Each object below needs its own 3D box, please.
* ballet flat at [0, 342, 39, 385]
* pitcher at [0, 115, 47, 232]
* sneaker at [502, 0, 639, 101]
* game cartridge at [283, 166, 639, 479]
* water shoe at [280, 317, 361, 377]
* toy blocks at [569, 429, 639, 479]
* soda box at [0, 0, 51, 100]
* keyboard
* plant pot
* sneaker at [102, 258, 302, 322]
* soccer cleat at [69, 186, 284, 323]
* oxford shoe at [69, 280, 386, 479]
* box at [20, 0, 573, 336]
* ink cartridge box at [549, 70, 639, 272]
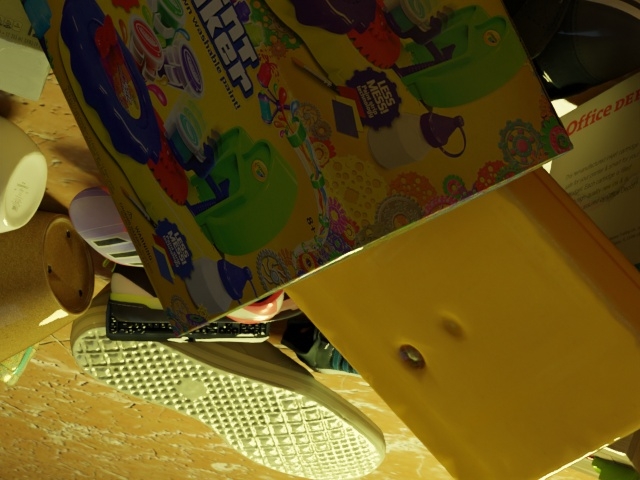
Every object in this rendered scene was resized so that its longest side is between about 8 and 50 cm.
[{"bbox_3d":[-0.547,0.157,2.364,0.349,0.123,0.123,-1,154,33],"label":"ballet flat"},{"bbox_3d":[-0.378,-0.080,1.711,0.207,0.125,0.178,18,-179,17],"label":"pitcher"},{"bbox_3d":[0.106,-0.122,1.279,0.321,0.127,0.126,-2,151,32],"label":"sneaker"},{"bbox_3d":[0.115,0.051,1.270,0.285,0.053,0.324,48,147,2],"label":"game cartridge"},{"bbox_3d":[0.031,0.121,1.975,0.080,0.073,0.203,32,152,-31],"label":"water shoe"},{"bbox_3d":[0.252,0.177,1.866,0.261,0.190,0.381,18,169,22],"label":"toy blocks"},{"bbox_3d":[-0.350,-0.215,1.375,0.286,0.091,0.098,18,157,-9],"label":"soda box"},{"bbox_3d":[-0.151,0.080,1.924,0.192,0.038,0.100,0,115,-9],"label":"keyboard"},{"bbox_3d":[-0.397,0.052,1.910,0.254,0.237,0.237,-10,150,20],"label":"plant pot"},{"bbox_3d":[-0.124,0.043,1.860,0.235,0.097,0.084,1,178,-15],"label":"sneaker"},{"bbox_3d":[-0.148,0.009,1.767,0.248,0.083,0.095,31,160,-8],"label":"soccer cleat"},{"bbox_3d":[-0.102,0.167,2.083,0.449,0.130,0.169,29,129,-21],"label":"oxford shoe"},{"bbox_3d":[-0.032,-0.123,1.093,0.177,0.290,0.279,-24,178,-31],"label":"box"},{"bbox_3d":[0.285,0.003,1.319,0.168,0.232,0.171,22,157,-21],"label":"ink cartridge box"}]
